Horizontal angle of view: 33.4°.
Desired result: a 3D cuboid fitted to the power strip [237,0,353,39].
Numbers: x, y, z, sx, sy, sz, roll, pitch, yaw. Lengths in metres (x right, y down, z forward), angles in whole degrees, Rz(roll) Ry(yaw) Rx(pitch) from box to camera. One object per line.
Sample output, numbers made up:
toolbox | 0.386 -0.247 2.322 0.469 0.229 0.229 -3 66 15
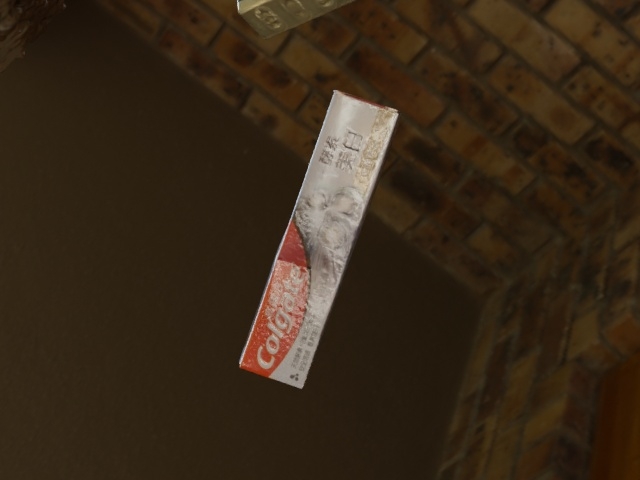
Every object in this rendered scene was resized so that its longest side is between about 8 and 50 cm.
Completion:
power strip | -0.023 -0.254 1.107 0.056 0.123 0.032 37 -139 -50

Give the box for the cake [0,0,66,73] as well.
cake | -0.356 -0.342 1.041 0.282 0.256 0.290 42 -103 -4

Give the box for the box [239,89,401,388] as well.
box | 0.000 0.000 0.787 0.055 0.218 0.039 21 -173 5
